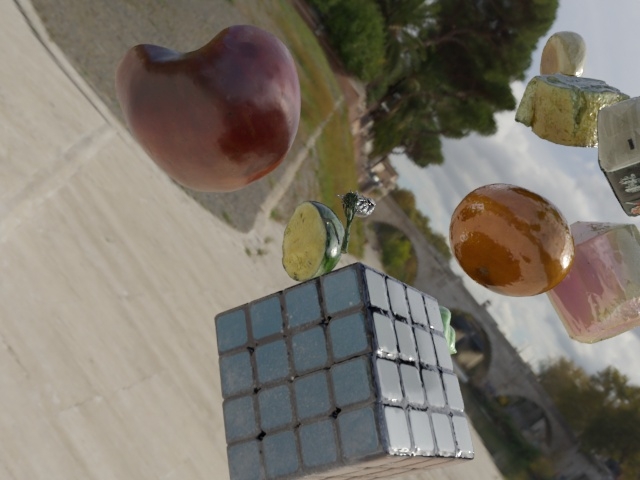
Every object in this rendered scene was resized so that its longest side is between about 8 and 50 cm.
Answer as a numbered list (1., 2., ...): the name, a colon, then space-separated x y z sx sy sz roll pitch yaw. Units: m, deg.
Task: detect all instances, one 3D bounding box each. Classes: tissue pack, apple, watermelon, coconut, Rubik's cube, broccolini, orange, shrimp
1. tissue pack: 0.438 -0.112 1.064 0.170 0.090 0.103 36 50 -54
2. apple: -0.211 -0.253 1.529 0.328 0.295 0.365 28 -24 19
3. watermelon: -0.004 0.003 2.010 0.127 0.232 0.204 7 48 -35
4. coconut: 0.584 0.074 1.615 0.233 0.233 0.245 45 25 -65
5. Rubik's cube: 0.040 0.276 1.449 0.344 0.344 0.337 25 48 -53
6. broccolini: 0.056 -0.040 1.685 0.035 0.140 0.030 15 -17 -10
7. orange: 0.357 -0.003 1.442 0.240 0.171 0.240 34 -30 23
8. shrimp: 0.095 -0.105 2.111 0.056 0.065 0.165 17 -8 38

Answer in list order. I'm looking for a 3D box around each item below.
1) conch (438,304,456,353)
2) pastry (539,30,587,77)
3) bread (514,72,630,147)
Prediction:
1. conch: 0.182 0.188 1.698 0.250 0.137 0.143 18 10 15
2. pastry: 0.618 -0.449 1.958 0.156 0.092 0.156 179 -90 -88
3. bread: 0.517 -0.269 1.560 0.186 0.124 0.257 29 28 29
